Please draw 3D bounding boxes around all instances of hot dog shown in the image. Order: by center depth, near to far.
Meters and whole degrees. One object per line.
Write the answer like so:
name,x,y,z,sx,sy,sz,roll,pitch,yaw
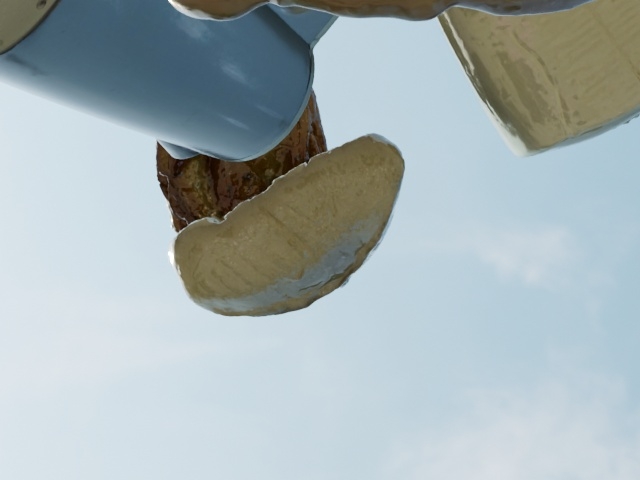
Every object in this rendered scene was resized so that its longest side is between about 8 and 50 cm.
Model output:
hot dog,-0.084,-0.105,1.487,0.175,0.114,0.259,-11,-100,0

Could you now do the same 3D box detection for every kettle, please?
kettle,-0.101,-0.166,0.956,0.210,0.243,0.160,-52,-132,12

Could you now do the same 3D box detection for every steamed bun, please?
steamed bun,0.233,-0.205,1.271,0.250,0.155,0.200,-32,-80,0
steamed bun,-0.024,0.008,1.293,0.212,0.231,0.110,-24,-101,-10

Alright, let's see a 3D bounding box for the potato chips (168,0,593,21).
potato chips,0.030,-0.126,0.607,0.195,0.208,0.061,-150,-121,-63
